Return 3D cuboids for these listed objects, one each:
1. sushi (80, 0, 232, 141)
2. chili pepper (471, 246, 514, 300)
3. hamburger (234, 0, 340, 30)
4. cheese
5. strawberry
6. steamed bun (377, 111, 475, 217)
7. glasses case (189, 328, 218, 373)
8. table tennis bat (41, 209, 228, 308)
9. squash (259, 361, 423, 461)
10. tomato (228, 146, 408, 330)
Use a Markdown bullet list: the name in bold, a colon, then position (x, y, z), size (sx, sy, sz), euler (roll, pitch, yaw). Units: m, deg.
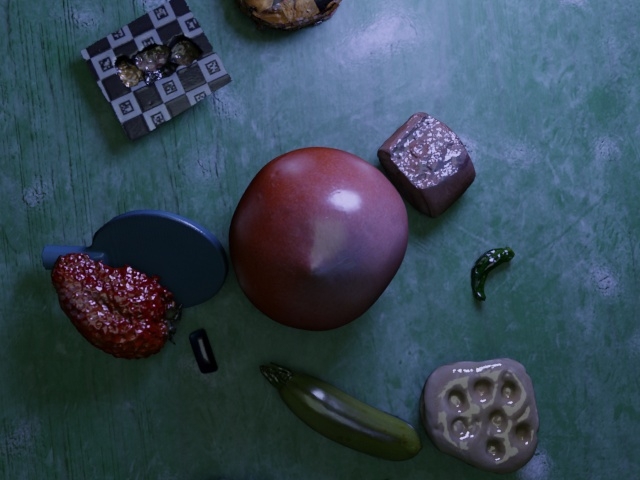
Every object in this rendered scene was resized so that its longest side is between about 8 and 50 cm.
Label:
- **sushi**: position (-0.296, -0.311, 1.521), size (0.215, 0.050, 0.192), euler (-30, 88, -1)
- **chili pepper**: position (0.320, 0.055, 1.583), size (0.055, 0.035, 0.118), euler (33, 81, 13)
- **hamburger**: position (-0.059, -0.495, 1.527), size (0.231, 0.107, 0.230), euler (0, 95, -1)
- **cheese**: position (0.298, 0.314, 1.532), size (0.218, 0.117, 0.235), euler (-42, 92, -7)
- **strawberry**: position (-0.362, 0.132, 1.442), size (0.236, 0.106, 0.175), euler (13, 120, -9)
- **steamed bun**: position (0.202, -0.144, 1.540), size (0.145, 0.106, 0.175), euler (-42, 90, -5)
- **glasses case**: position (-0.216, 0.205, 1.528), size (0.034, 0.023, 0.083), euler (-19, 90, -8)
- **table tennis bat**: position (-0.325, 0.035, 1.462), size (0.329, 0.044, 0.215), euler (2, 129, 5)
- **squash**: position (0.032, 0.321, 1.520), size (0.341, 0.094, 0.094), euler (28, 86, -7)
- **tomato**: position (0.000, 0.000, 1.411), size (0.322, 0.321, 0.321), euler (0, 88, -6)
